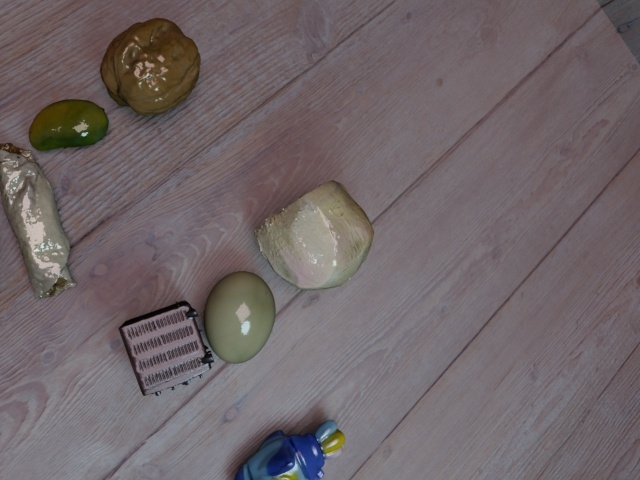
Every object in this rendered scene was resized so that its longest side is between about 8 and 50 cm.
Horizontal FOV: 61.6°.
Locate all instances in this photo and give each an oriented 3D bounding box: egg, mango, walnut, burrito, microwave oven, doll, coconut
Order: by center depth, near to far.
[{"bbox_3d":[-0.372,0.258,1.317,0.178,0.247,0.188,-22,91,-16],"label":"microwave oven"},{"bbox_3d":[-0.702,-0.054,1.321,0.117,0.076,0.392,-17,93,-26],"label":"burrito"},{"bbox_3d":[-0.637,-0.296,1.357,0.191,0.085,0.122,-11,92,-21],"label":"mango"},{"bbox_3d":[-0.429,-0.448,1.375,0.224,0.257,0.257,26,75,18],"label":"walnut"},{"bbox_3d":[-0.211,0.201,1.405,0.185,0.186,0.242,8,84,-18],"label":"egg"},{"bbox_3d":[-0.092,0.652,1.425,0.376,0.187,0.366,7,92,-41],"label":"doll"},{"bbox_3d":[0.000,0.000,1.441,0.297,0.297,0.255,-30,93,-19],"label":"coconut"}]
